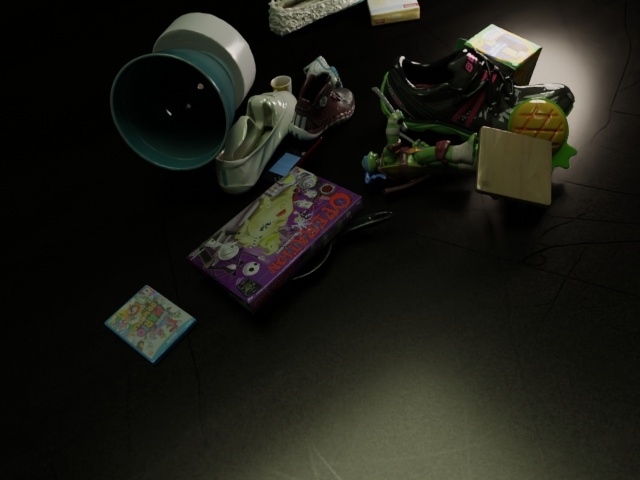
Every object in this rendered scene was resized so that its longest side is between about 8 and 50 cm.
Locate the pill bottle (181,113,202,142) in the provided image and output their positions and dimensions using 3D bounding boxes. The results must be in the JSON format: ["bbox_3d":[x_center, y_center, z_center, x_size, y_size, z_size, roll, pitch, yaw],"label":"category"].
[{"bbox_3d":[-0.354,-0.294,1.390,0.094,0.094,0.169,-2,48,8],"label":"pill bottle"}]

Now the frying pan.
[{"bbox_3d":[-0.019,-0.015,1.115,0.326,0.053,0.197,-32,51,-19],"label":"frying pan"}]

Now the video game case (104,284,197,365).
[{"bbox_3d":[-0.355,0.172,1.033,0.166,0.015,0.119,27,58,28],"label":"video game case"}]

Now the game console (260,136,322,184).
[{"bbox_3d":[-0.076,-0.212,1.275,0.124,0.085,0.144,23,56,26],"label":"game console"}]

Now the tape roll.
[{"bbox_3d":[-0.339,-0.505,1.449,0.286,0.286,0.100,6,51,15],"label":"tape roll"}]

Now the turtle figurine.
[{"bbox_3d":[0.237,-0.245,1.172,0.266,0.198,0.274,7,54,22],"label":"turtle figurine"}]

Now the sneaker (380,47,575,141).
[{"bbox_3d":[0.388,-0.370,1.250,0.483,0.202,0.185,8,52,12],"label":"sneaker"}]

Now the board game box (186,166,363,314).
[{"bbox_3d":[-0.094,-0.017,1.077,0.208,0.056,0.347,31,61,29],"label":"board game box"}]

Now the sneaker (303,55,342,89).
[{"bbox_3d":[0.004,-0.505,1.539,0.083,0.071,0.190,-28,42,-6],"label":"sneaker"}]

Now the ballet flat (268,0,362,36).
[{"bbox_3d":[-0.005,-0.875,1.787,0.409,0.147,0.147,-29,50,-7],"label":"ballet flat"}]

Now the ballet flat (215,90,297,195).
[{"bbox_3d":[-0.165,-0.300,1.316,0.139,0.139,0.400,11,57,19],"label":"ballet flat"}]

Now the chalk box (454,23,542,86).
[{"bbox_3d":[0.472,-0.498,1.381,0.132,0.132,0.213,-38,63,-21],"label":"chalk box"}]

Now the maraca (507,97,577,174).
[{"bbox_3d":[0.513,-0.240,1.149,0.127,0.185,0.099,-26,6,26],"label":"maraca"}]

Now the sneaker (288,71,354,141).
[{"bbox_3d":[0.024,-0.392,1.338,0.106,0.162,0.281,29,48,14],"label":"sneaker"}]

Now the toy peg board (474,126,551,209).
[{"bbox_3d":[0.414,-0.149,1.097,0.161,0.079,0.161,12,68,-1],"label":"toy peg board"}]

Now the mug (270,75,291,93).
[{"bbox_3d":[-0.121,-0.455,1.510,0.078,0.064,0.062,-28,51,-14],"label":"mug"}]

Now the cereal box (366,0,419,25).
[{"bbox_3d":[0.260,-0.877,1.826,0.173,0.047,0.240,-7,49,5],"label":"cereal box"}]

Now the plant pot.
[{"bbox_3d":[-0.330,-0.348,1.222,0.272,0.271,0.255,-3,33,8],"label":"plant pot"}]
